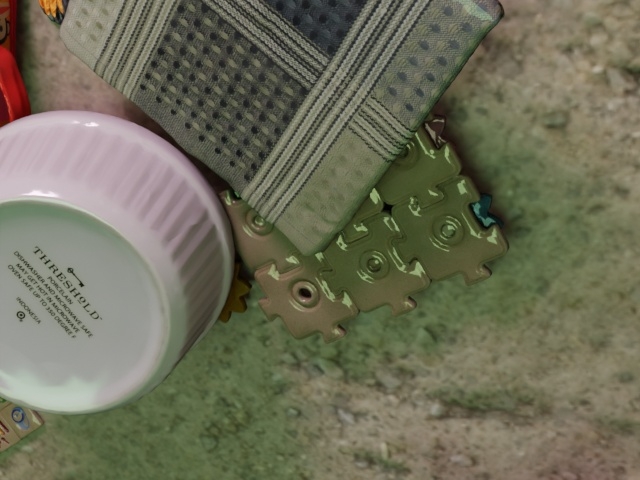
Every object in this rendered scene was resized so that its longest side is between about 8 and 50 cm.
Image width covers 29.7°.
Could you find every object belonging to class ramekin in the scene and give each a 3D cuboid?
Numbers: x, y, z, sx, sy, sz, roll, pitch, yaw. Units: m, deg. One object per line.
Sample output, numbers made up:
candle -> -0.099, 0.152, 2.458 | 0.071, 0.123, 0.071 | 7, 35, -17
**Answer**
ramekin -> -0.220, 0.031, 1.059 | 0.273, 0.127, 0.272 | 3, 117, 7

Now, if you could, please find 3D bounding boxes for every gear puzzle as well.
gear puzzle -> 0.000, 0.000, 1.085 | 0.339, 0.044, 0.175 | -25, 103, 32

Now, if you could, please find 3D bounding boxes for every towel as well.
towel -> -0.047, -0.174, 0.942 | 0.312, 0.056, 0.324 | 41, 137, 3

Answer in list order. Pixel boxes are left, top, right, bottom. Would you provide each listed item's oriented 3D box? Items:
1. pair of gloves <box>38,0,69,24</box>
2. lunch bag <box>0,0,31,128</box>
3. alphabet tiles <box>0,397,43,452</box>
pair of gloves -> -0.222, -0.232, 1.087 | 0.083, 0.010, 0.074 | 0, 112, 22
lunch bag -> -0.386, -0.157, 1.125 | 0.258, 0.120, 0.293 | 16, 117, 15
alphabet tiles -> -0.445, 0.178, 1.365 | 0.237, 0.009, 0.198 | -33, 97, 31
